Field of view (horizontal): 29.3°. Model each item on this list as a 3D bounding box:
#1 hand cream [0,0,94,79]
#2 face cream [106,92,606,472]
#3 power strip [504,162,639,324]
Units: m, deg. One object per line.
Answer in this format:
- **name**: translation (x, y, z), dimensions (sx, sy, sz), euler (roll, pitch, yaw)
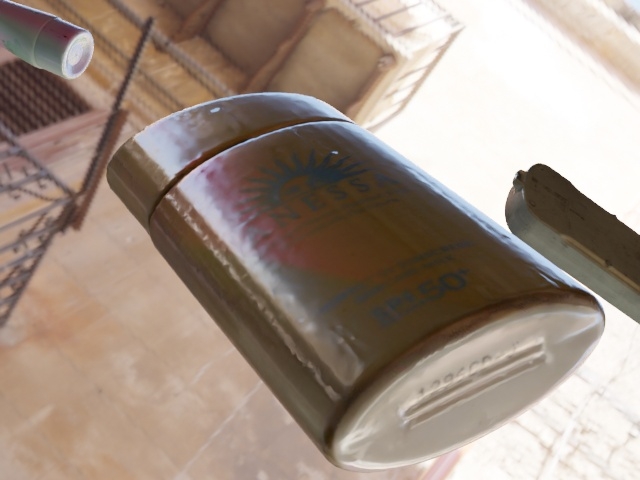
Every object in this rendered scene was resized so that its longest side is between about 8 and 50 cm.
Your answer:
- **hand cream**: translation (-0.284, -0.194, 1.083), dimensions (0.174, 0.076, 0.047), euler (25, -102, 16)
- **face cream**: translation (0.000, 0.000, 0.611), dimensions (0.285, 0.139, 0.067), euler (42, -31, 52)
- **power strip**: translation (0.236, 0.020, 0.958), dimensions (0.227, 0.080, 0.029), euler (35, -52, -7)
